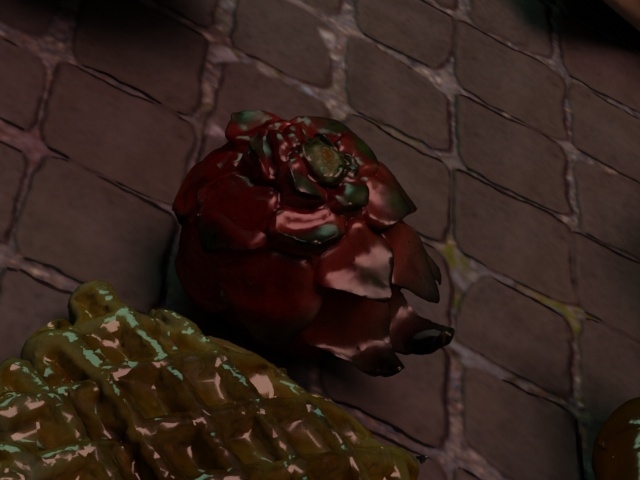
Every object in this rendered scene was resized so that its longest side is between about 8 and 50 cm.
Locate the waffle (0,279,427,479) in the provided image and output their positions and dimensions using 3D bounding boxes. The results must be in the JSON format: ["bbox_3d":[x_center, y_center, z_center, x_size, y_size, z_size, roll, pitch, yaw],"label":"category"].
[{"bbox_3d":[-0.048,0.112,0.847,0.214,0.054,0.208,27,39,-5],"label":"waffle"}]

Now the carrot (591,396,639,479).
[{"bbox_3d":[0.152,0.168,0.961,0.066,0.062,0.271,60,30,-27],"label":"carrot"}]

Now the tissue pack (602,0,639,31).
[{"bbox_3d":[0.330,-0.256,1.507,0.375,0.195,0.390,15,38,-6],"label":"tissue pack"}]

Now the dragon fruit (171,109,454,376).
[{"bbox_3d":[-0.005,-0.001,0.967,0.130,0.121,0.142,-48,115,-25],"label":"dragon fruit"}]
